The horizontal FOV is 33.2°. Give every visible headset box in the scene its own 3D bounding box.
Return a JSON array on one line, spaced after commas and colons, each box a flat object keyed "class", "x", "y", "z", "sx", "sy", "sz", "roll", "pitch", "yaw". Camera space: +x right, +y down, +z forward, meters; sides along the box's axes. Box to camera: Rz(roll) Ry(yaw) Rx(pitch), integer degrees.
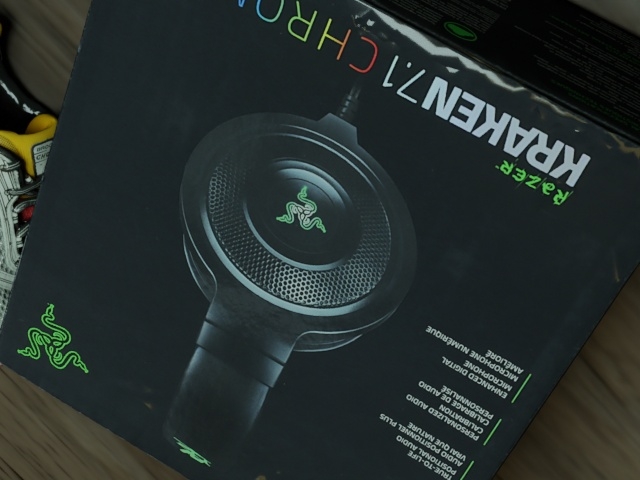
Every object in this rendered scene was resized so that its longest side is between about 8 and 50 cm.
[{"class": "headset box", "x": 0.000, "y": 0.000, "z": 0.515, "sx": 0.246, "sy": 0.131, "sz": 0.283, "roll": 30, "pitch": 122, "yaw": 7}]

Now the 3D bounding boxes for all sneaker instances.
[{"class": "sneaker", "x": -0.182, "y": -0.023, "z": 0.603, "sx": 0.093, "sy": 0.088, "sz": 0.225, "roll": -15, "pitch": 108, "yaw": 26}]
